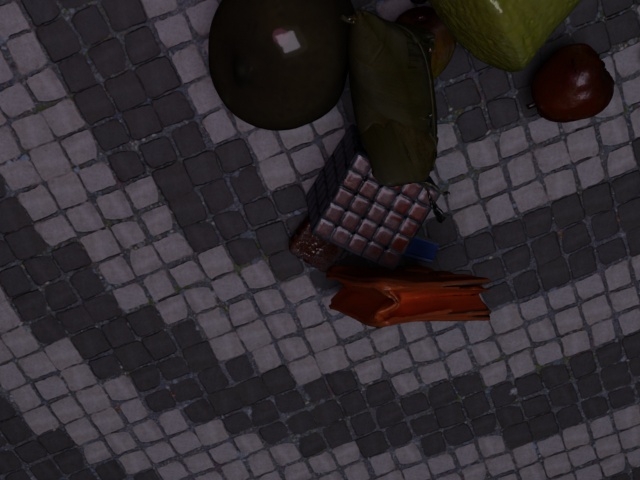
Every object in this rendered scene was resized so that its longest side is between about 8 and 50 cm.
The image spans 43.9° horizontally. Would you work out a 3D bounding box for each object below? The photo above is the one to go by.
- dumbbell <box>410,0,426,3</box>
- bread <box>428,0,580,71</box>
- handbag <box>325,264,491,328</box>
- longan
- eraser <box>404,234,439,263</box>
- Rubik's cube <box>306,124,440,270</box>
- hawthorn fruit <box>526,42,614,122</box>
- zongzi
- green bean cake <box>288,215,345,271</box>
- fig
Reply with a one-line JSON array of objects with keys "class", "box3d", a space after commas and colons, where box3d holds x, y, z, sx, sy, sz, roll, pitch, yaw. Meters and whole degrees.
[{"class": "dumbbell", "box3d": [0.142, -0.610, 1.764, 0.225, 0.124, 0.140, 8, 114, -9]}, {"class": "bread", "box3d": [0.373, -0.535, 1.570, 0.307, 0.348, 0.348, -38, 112, 7]}, {"class": "handbag", "box3d": [0.199, 0.124, 1.931, 0.303, 0.410, 0.116, -3, 94, -17]}, {"class": "longan", "box3d": [-0.084, -0.414, 1.716, 0.360, 0.361, 0.361, -2, 115, -4]}, {"class": "eraser", "box3d": [0.268, 0.021, 2.120, 0.084, 0.027, 0.063, 16, 111, -12]}, {"class": "Rubik's cube", "box3d": [0.122, -0.107, 1.936, 0.237, 0.237, 0.238, 27, 109, -13]}, {"class": "hawthorn fruit", "box3d": [0.585, -0.367, 1.893, 0.202, 0.185, 0.185, -27, 115, 26]}, {"class": "zongzi", "box3d": [0.144, -0.237, 1.619, 0.181, 0.418, 0.447, -7, 94, 17]}, {"class": "green bean cake", "box3d": [0.000, 0.000, 2.071, 0.135, 0.056, 0.135, 32, 107, -18]}, {"class": "fig", "box3d": [0.238, -0.414, 1.871, 0.159, 0.159, 0.257, -3, 131, -4]}]
